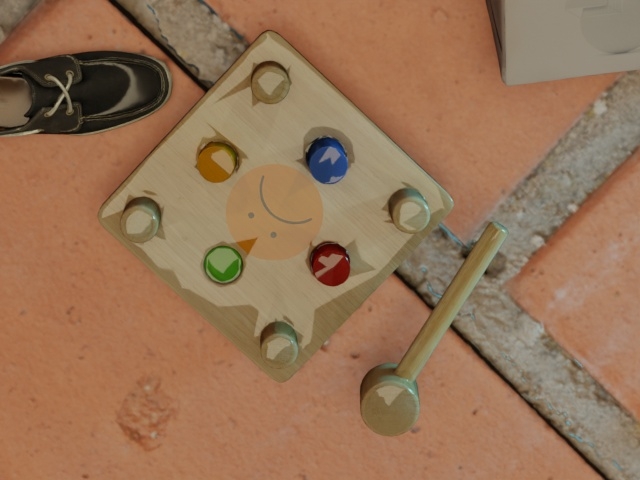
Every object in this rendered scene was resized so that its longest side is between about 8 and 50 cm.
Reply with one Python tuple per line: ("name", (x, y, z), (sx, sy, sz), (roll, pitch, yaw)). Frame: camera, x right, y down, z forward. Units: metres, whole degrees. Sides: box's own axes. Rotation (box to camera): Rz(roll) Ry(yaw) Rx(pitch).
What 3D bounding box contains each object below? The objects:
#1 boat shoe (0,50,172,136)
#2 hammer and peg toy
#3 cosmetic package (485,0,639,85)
("boat shoe", (-0.260, -0.137, 1.757), (0.233, 0.079, 0.084), (-5, 101, -1))
("hammer and peg toy", (0.000, 0.000, 1.766), (0.361, 0.127, 0.266), (42, 97, -9))
("cosmetic package", (0.265, -0.278, 1.652), (0.224, 0.138, 0.225), (-7, 141, 0))
